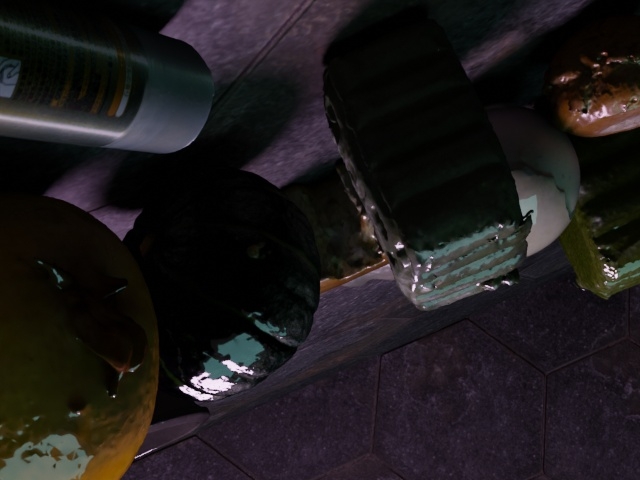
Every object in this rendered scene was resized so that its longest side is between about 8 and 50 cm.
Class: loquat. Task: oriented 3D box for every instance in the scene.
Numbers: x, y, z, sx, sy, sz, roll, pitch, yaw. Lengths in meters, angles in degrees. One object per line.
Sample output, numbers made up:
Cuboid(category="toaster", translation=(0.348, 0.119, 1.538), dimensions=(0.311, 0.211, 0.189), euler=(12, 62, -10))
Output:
Cuboid(category="loquat", translation=(-0.246, 0.091, 0.715), dimensions=(0.275, 0.275, 0.275), euler=(-23, 167, -6))

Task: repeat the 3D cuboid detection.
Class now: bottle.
Cuboid(category="bottle", translation=(-0.171, -0.097, 0.521), dimensions=(0.082, 0.082, 0.286), euler=(-31, 165, 26))

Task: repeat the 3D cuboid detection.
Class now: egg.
Cuboid(category="egg", translation=(0.204, -0.065, 1.070), dimensions=(0.183, 0.183, 0.217), euler=(-23, -178, -7))

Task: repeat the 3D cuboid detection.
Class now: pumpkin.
Cuboid(category="pumpkin", translation=(-0.102, 0.040, 0.882), dimensions=(0.220, 0.220, 0.162), euler=(-32, 130, 28))

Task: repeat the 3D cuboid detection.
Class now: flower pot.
Cuboid(category="flower pot", translation=(-0.310, 0.236, 1.386), dimensions=(0.269, 0.166, 0.269), euler=(-20, 166, -5))

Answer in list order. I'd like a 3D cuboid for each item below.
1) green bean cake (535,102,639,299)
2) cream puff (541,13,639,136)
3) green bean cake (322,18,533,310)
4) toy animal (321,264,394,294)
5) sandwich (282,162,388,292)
Cuboid(category="green bean cake", translation=(0.377, -0.065, 1.239), dimensions=(0.156, 0.250, 0.247), euler=(-25, 166, 5))
Cuboid(category="cream puff", translation=(0.305, -0.175, 0.989), dimensions=(0.150, 0.115, 0.165), euler=(-15, 175, -9))
Cuboid(category="green bean cake", translation=(0.092, -0.055, 0.845), dimensions=(0.125, 0.222, 0.227), euler=(-25, 163, 2))
Cuboid(category="toy animal", translation=(0.006, 0.020, 1.237), dimensions=(0.251, 0.127, 0.125), euler=(-24, -155, 9))
Cuboid(category="sandwich", translation=(0.000, 0.000, 1.108), dimensions=(0.235, 0.122, 0.128), euler=(-26, 168, 9))
